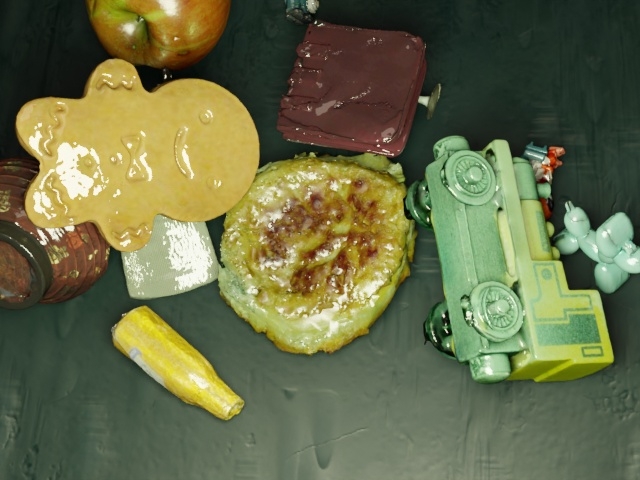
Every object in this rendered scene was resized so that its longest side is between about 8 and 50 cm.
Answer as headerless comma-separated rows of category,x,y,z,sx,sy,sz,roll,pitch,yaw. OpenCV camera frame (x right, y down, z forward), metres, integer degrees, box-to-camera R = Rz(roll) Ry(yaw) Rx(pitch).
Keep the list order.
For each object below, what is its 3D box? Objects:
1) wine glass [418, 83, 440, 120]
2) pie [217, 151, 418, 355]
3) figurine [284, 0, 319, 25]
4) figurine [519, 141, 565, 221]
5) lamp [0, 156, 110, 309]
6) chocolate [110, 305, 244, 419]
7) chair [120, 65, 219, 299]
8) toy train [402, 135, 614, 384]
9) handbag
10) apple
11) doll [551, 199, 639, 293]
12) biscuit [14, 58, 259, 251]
wine glass,0.094,-0.253,1.731,0.198,0.066,0.066,19,68,15
pie,0.000,0.000,1.600,0.288,0.103,0.354,9,66,14
figurine,-0.039,-0.441,1.838,0.079,0.077,0.136,2,78,45
figurine,0.326,-0.081,1.621,0.075,0.068,0.140,15,66,10
lamp,-0.427,-0.016,1.593,0.247,0.247,0.247,-2,65,5
chocolate,-0.205,0.184,1.552,0.219,0.085,0.085,34,73,18
chair,-0.263,-0.091,1.661,0.160,0.319,0.186,-15,20,-2
toy train,0.260,0.020,1.501,0.237,0.150,0.369,1,69,-21
handbag,0.049,-0.237,1.660,0.216,0.074,0.203,9,69,16
apple,-0.264,-0.415,1.782,0.246,0.246,0.226,21,50,15
doll,0.409,0.009,1.522,0.059,0.158,0.159,-38,61,-13
biscuit,-0.253,-0.122,1.516,0.355,0.052,0.275,-4,96,-24
